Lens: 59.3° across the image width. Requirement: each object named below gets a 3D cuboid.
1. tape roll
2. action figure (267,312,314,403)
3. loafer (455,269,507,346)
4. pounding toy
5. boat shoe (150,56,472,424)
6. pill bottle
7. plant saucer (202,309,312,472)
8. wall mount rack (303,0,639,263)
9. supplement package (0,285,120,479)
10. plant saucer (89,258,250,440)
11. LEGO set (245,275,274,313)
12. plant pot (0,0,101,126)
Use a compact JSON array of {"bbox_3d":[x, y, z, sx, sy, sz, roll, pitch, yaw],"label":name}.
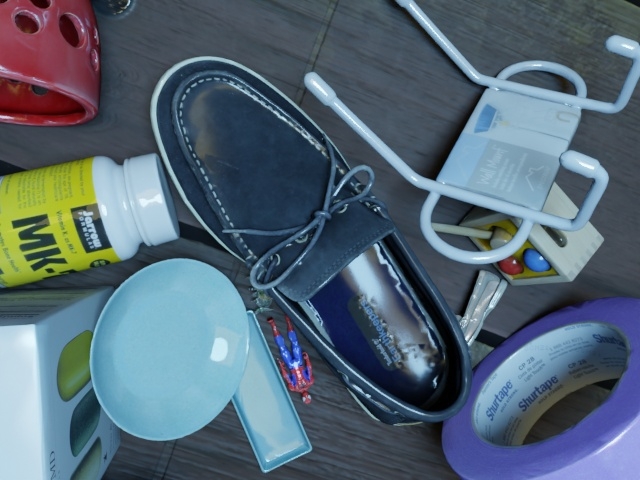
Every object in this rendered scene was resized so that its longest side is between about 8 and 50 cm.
[{"bbox_3d":[0.269,0.184,0.610,0.275,0.275,0.090,-41,97,-5],"label":"tape roll"},{"bbox_3d":[-0.033,0.147,0.693,0.038,0.030,0.115,-20,96,-12],"label":"action figure"},{"bbox_3d":[0.190,0.096,0.718,0.039,0.045,0.125,33,86,11],"label":"loafer"},{"bbox_3d":[0.228,-0.010,0.684,0.141,0.130,0.100,46,73,-6],"label":"pounding toy"},{"bbox_3d":[0.000,0.000,0.622,0.187,0.156,0.500,-36,94,-13],"label":"boat shoe"},{"bbox_3d":[-0.269,-0.025,0.609,0.209,0.119,0.119,-14,93,-7],"label":"pill bottle"},{"bbox_3d":[-0.077,0.184,0.691,0.067,0.018,0.192,-23,95,-8],"label":"plant saucer"},{"bbox_3d":[0.169,-0.154,0.619,0.304,0.130,0.350,21,56,20],"label":"wall mount rack"},{"bbox_3d":[-0.320,0.158,0.532,0.198,0.263,0.199,-2,92,-8],"label":"supplement package"},{"bbox_3d":[-0.165,0.116,0.618,0.195,0.037,0.195,0,91,-46],"label":"plant saucer"},{"bbox_3d":[-0.062,0.054,0.692,0.083,0.023,0.054,-43,99,-18],"label":"LEGO set"},{"bbox_3d":[-0.318,-0.221,0.564,0.191,0.191,0.174,4,88,-8],"label":"plant pot"}]
